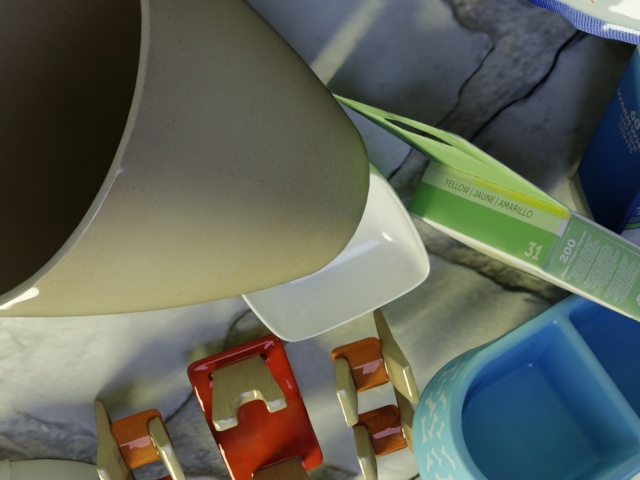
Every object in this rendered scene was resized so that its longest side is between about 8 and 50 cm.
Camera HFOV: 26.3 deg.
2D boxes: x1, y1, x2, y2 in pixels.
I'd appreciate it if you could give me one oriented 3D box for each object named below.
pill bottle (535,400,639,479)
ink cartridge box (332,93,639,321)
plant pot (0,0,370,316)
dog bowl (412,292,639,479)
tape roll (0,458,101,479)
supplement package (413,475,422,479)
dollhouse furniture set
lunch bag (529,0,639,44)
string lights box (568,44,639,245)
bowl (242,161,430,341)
[{"bbox_3d":[0.330,0.191,1.226,0.363,0.210,0.210,0,131,-18],"label":"pill bottle"},{"bbox_3d":[0.119,-0.023,0.991,0.235,0.171,0.056,24,91,-35],"label":"ink cartridge box"},{"bbox_3d":[-0.099,-0.061,0.859,0.256,0.256,0.274,-46,145,23],"label":"plant pot"},{"bbox_3d":[0.214,0.117,1.077,0.297,0.166,0.074,-30,166,-16],"label":"dog bowl"},{"bbox_3d":[-0.266,0.323,1.224,0.286,0.100,0.286,-9,133,-10],"label":"tape roll"},{"bbox_3d":[0.111,0.302,1.325,0.179,0.105,0.105,-35,132,13],"label":"supplement package"},{"bbox_3d":[-0.039,0.193,1.190,0.262,0.135,0.259,-18,123,-2],"label":"dollhouse furniture set"},{"bbox_3d":[0.295,-0.278,0.770,0.386,0.239,0.327,2,136,11],"label":"lunch bag"},{"bbox_3d":[0.279,-0.078,0.992,0.133,0.076,0.259,-12,157,-9],"label":"string lights box"},{"bbox_3d":[0.000,0.000,1.053,0.142,0.053,0.142,-26,134,6],"label":"bowl"}]
